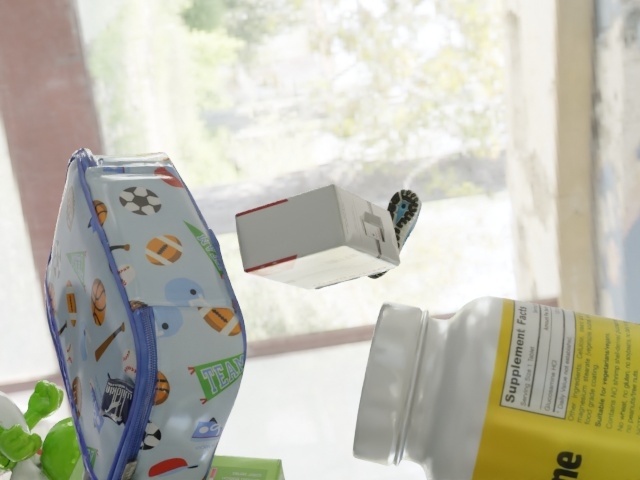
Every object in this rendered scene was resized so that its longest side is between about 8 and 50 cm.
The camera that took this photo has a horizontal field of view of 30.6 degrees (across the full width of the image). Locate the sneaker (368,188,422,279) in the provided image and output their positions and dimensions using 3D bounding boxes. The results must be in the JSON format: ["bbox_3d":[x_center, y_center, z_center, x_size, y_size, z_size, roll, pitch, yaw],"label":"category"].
[{"bbox_3d":[0.125,-0.005,1.930,0.162,0.063,0.073,-59,158,8],"label":"sneaker"}]

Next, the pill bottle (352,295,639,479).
[{"bbox_3d":[0.203,0.154,1.015,0.188,0.333,0.188,11,90,-83],"label":"pill bottle"}]

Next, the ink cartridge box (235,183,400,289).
[{"bbox_3d":[0.000,0.000,1.039,0.135,0.099,0.056,21,55,-65],"label":"ink cartridge box"}]

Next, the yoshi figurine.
[{"bbox_3d":[-0.434,0.272,1.704,0.203,0.362,0.203,-51,173,-32],"label":"yoshi figurine"}]

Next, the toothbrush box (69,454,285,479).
[{"bbox_3d":[-0.152,0.333,1.055,0.283,0.206,0.122,-74,160,-51],"label":"toothbrush box"}]

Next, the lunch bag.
[{"bbox_3d":[-0.168,0.085,1.033,0.243,0.114,0.303,-65,-146,38],"label":"lunch bag"}]
